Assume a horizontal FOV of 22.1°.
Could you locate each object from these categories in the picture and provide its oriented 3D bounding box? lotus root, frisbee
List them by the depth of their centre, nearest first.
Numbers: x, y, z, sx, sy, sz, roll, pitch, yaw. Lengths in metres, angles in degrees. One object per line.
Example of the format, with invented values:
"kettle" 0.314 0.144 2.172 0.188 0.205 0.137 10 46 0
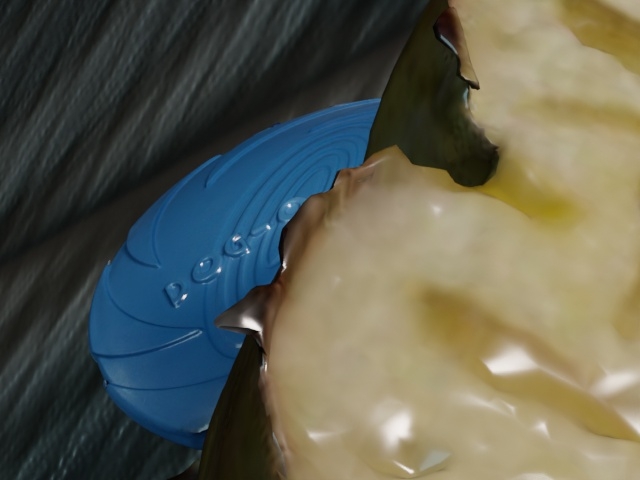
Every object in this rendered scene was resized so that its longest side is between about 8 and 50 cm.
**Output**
"lotus root" 0.159 0.052 0.447 0.375 0.390 0.111 31 139 16
"frisbee" 0.000 0.000 0.764 0.242 0.045 0.242 -15 37 12

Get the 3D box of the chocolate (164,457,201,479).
"chocolate" -0.054 0.242 0.642 0.340 0.210 0.225 -107 32 -41
